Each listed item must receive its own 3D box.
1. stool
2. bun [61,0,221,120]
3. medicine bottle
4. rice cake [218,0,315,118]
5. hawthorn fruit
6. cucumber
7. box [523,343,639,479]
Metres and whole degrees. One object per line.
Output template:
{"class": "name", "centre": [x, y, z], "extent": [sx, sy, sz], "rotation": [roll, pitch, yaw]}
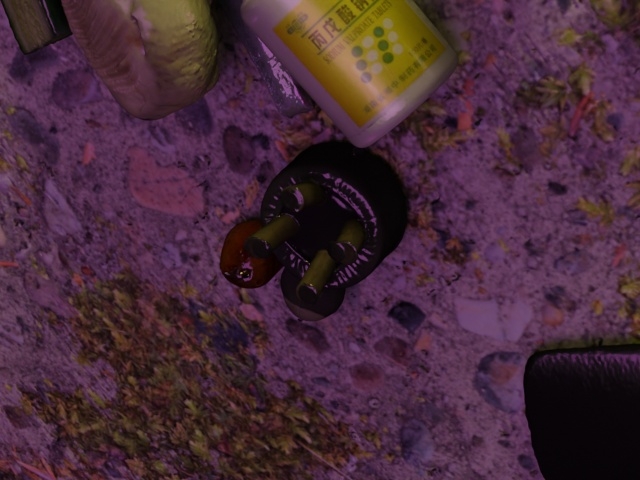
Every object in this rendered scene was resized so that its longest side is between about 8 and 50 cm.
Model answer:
{"class": "stool", "centre": [0.009, 0.002, 1.260], "extent": [0.153, 0.139, 0.228], "rotation": [5, 118, 25]}
{"class": "bun", "centre": [-0.183, -0.244, 1.185], "extent": [0.239, 0.141, 0.239], "rotation": [52, 161, 25]}
{"class": "medicine bottle", "centre": [0.008, -0.229, 1.120], "extent": [0.258, 0.143, 0.143], "rotation": [48, 127, -6]}
{"class": "rice cake", "centre": [-0.069, -0.227, 1.224], "extent": [0.043, 0.034, 0.211], "rotation": [-19, 110, 36]}
{"class": "hawthorn fruit", "centre": [-0.085, 0.021, 1.343], "extent": [0.081, 0.093, 0.081], "rotation": [11, 121, 19]}
{"class": "cucumber", "centre": [-0.320, -0.279, 1.292], "extent": [0.116, 0.062, 0.115], "rotation": [7, 125, 51]}
{"class": "box", "centre": [0.337, 0.208, 1.286], "extent": [0.201, 0.042, 0.212], "rotation": [-5, 117, 28]}
